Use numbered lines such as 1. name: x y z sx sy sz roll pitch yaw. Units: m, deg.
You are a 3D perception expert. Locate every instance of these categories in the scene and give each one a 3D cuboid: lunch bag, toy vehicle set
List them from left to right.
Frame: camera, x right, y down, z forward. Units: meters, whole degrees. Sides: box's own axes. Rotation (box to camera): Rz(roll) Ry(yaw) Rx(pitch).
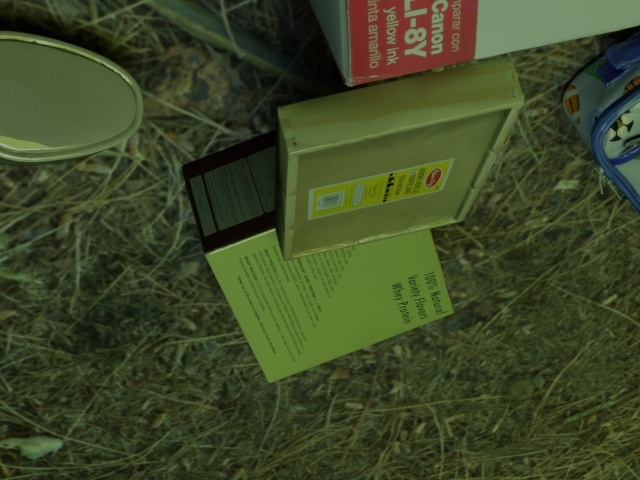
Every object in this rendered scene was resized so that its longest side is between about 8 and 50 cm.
1. toy vehicle set: 0.048 -0.053 0.918 0.166 0.035 0.267 -12 164 -7
2. lunch bag: 0.403 -0.144 1.189 0.303 0.115 0.243 -36 130 13

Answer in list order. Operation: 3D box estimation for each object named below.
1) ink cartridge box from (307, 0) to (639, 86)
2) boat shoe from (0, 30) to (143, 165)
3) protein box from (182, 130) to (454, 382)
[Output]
1. ink cartridge box: 0.164 -0.284 0.856 0.385 0.279 0.160 -13 134 -7
2. boat shoe: -0.322 -0.116 0.989 0.335 0.095 0.112 -5 97 -20
3. protein box: 0.000 0.000 1.160 0.201 0.136 0.199 -21 134 1
